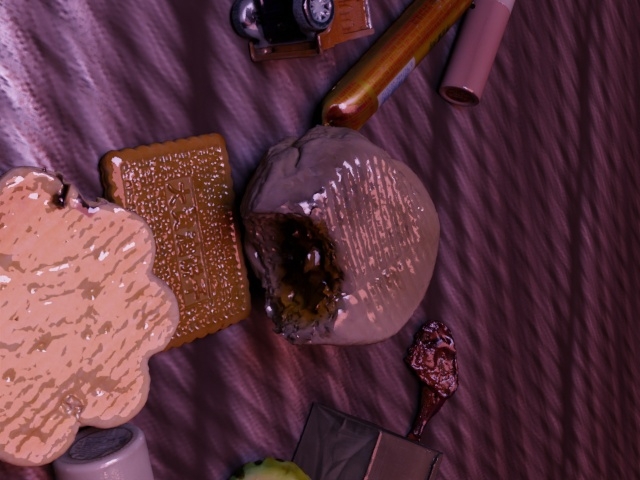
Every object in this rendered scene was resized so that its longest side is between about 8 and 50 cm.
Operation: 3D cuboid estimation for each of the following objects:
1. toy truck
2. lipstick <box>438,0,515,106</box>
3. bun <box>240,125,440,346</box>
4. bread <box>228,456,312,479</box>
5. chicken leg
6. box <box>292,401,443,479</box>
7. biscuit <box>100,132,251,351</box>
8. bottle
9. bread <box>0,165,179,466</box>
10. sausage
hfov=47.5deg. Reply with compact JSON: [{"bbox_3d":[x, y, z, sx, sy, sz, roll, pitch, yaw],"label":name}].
[{"bbox_3d":[-0.027,-0.387,0.896,0.162,0.136,0.305,-27,115,-43],"label":"toy truck"},{"bbox_3d":[0.266,-0.348,1.189,0.070,0.070,0.254,29,77,-39],"label":"lipstick"},{"bbox_3d":[0.011,-0.008,0.926,0.281,0.204,0.282,-4,96,-38],"label":"bun"},{"bbox_3d":[-0.068,0.359,0.967,0.071,0.130,0.139,56,57,-80],"label":"bread"},{"bbox_3d":[0.183,0.233,1.206,0.093,0.053,0.205,-6,93,-17],"label":"chicken leg"},{"bbox_3d":[0.046,0.376,1.036,0.149,0.155,0.231,30,77,-38],"label":"box"},{"bbox_3d":[-0.168,0.005,0.887,0.172,0.029,0.255,-18,108,-40],"label":"biscuit"},{"bbox_3d":[-0.229,0.339,0.830,0.104,0.104,0.245,-18,107,-38],"label":"bottle"},{"bbox_3d":[-0.296,0.080,0.759,0.316,0.054,0.316,-5,98,-34],"label":"bread"},{"bbox_3d":[0.106,-0.264,1.060,0.371,0.082,0.082,-50,124,-23],"label":"sausage"}]
